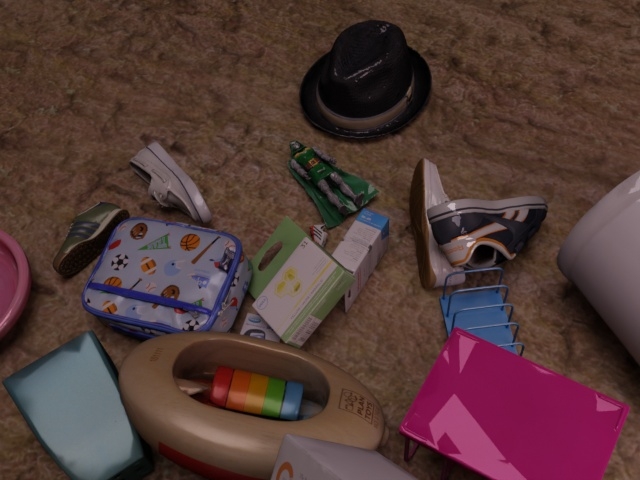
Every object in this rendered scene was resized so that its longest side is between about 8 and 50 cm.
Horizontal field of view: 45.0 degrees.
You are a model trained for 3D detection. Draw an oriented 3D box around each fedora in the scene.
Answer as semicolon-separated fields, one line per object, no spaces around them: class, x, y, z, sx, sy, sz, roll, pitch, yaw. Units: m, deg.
fedora;0.102;-0.395;1.776;0.334;0.152;0.334;-2;55;3

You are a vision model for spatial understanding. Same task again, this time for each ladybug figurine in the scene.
ladybug figurine;-0.112;0.290;1.268;0.449;0.161;0.305;15;25;3

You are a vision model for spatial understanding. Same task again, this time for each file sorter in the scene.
file sorter;0.301;0.320;1.246;0.291;0.182;0.202;24;61;20
file sorter;0.296;0.147;1.414;0.118;0.104;0.170;-6;55;-1

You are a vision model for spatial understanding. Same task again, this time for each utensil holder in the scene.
utensil holder;0.645;0.095;1.295;0.328;0.327;0.385;-22;58;-11

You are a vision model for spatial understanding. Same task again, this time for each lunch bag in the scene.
lunch bag;-0.288;0.087;1.478;0.303;0.115;0.243;10;60;20

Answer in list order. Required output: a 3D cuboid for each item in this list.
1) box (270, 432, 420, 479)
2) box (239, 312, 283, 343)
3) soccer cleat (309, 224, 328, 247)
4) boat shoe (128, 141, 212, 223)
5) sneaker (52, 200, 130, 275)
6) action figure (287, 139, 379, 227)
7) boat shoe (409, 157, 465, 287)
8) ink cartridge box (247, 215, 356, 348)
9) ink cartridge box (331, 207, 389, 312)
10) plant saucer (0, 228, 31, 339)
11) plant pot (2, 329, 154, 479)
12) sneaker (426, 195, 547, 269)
box;0.013;0.469;1.034;0.168;0.215;0.345;18;88;-27
box;-0.115;0.193;1.457;0.081;0.028;0.136;10;58;11
soccer cleat;0.000;0.000;1.583;0.036;0.029;0.083;-13;51;0
boat shoe;-0.325;-0.113;1.646;0.088;0.096;0.267;-35;59;-14
sneaker;-0.493;-0.011;1.609;0.086;0.064;0.192;28;61;30
action figure;0.001;-0.143;1.666;0.137;0.063;0.232;-33;57;-16
boat shoe;0.240;-0.035;1.553;0.096;0.098;0.277;1;69;-10
ink cartridge box;-0.064;0.066;1.456;0.171;0.056;0.235;-52;52;5
ink cartridge box;0.067;0.039;1.505;0.060;0.104;0.180;24;60;19
plant saucer;-0.729;0.118;1.519;0.332;0.084;0.332;-2;55;3
plant pot;-0.392;0.312;1.316;0.165;0.165;0.234;-31;65;-17
sneaker;0.331;-0.012;1.480;0.321;0.126;0.127;-6;77;-40
